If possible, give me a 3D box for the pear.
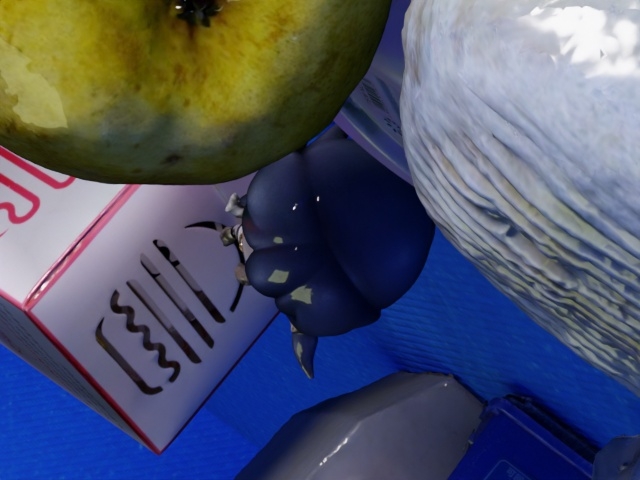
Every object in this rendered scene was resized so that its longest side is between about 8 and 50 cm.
[{"bbox_3d":[-0.101,-0.180,1.204,0.304,0.304,0.304,38,166,11],"label":"pear"}]

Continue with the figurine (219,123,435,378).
[{"bbox_3d":[-0.001,-0.007,1.670,0.175,0.197,0.265,44,-174,-16],"label":"figurine"}]

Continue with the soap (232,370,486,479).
[{"bbox_3d":[0.056,0.371,2.215,0.350,0.435,0.213,45,166,-7],"label":"soap"}]

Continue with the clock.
[{"bbox_3d":[0.074,-0.110,1.359,0.248,0.090,0.227,32,164,38],"label":"clock"}]

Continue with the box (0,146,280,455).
[{"bbox_3d":[-0.222,-0.020,1.982,0.312,0.300,0.314,29,162,38],"label":"box"}]

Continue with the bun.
[{"bbox_3d":[0.198,-0.040,0.976,0.362,0.211,0.362,35,164,11],"label":"bun"}]

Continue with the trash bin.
[{"bbox_3d":[0.176,0.299,2.015,0.162,0.234,0.184,36,152,14],"label":"trash bin"}]

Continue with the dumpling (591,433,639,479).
[{"bbox_3d":[0.323,0.247,1.729,0.199,0.136,0.118,18,149,34],"label":"dumpling"}]
